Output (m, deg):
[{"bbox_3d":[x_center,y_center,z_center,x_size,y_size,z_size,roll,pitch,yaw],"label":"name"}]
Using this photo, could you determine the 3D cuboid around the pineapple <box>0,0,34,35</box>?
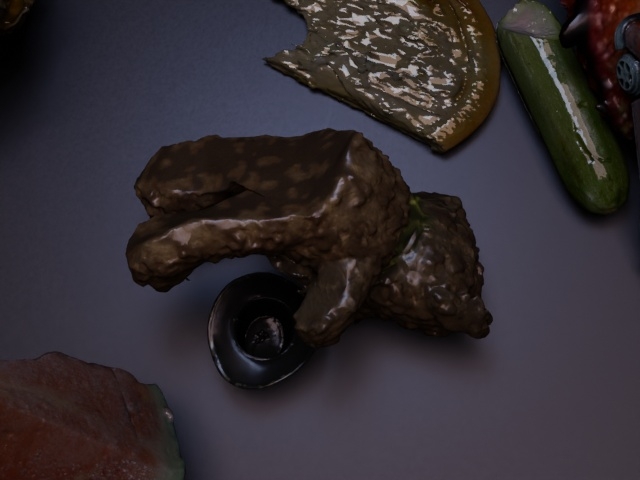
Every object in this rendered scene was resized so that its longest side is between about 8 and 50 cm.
[{"bbox_3d":[-0.439,-0.301,1.213,0.353,0.352,0.300,-15,100,-1],"label":"pineapple"}]

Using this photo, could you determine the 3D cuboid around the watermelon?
[{"bbox_3d":[-0.260,0.232,1.092,0.283,0.292,0.250,-29,77,6],"label":"watermelon"}]

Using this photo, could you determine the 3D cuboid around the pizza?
[{"bbox_3d":[0.064,-0.205,1.321,0.262,0.034,0.181,21,79,8],"label":"pizza"}]

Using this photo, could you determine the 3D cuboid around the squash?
[{"bbox_3d":[0.241,-0.135,1.277,0.069,0.069,0.238,-22,77,-2],"label":"squash"}]

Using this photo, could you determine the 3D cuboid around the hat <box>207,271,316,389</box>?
[{"bbox_3d":[-0.056,0.093,1.245,0.121,0.050,0.121,1,64,-1],"label":"hat"}]

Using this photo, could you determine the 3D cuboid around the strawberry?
[{"bbox_3d":[0.309,-0.234,1.262,0.234,0.138,0.306,6,100,-23],"label":"strawberry"}]

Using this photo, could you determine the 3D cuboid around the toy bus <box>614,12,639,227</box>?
[{"bbox_3d":[0.356,-0.082,1.179,0.121,0.120,0.265,-15,108,-13],"label":"toy bus"}]

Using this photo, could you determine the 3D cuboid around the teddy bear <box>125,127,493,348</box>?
[{"bbox_3d":[-0.009,0.004,1.208,0.296,0.222,0.246,-16,36,11],"label":"teddy bear"}]
